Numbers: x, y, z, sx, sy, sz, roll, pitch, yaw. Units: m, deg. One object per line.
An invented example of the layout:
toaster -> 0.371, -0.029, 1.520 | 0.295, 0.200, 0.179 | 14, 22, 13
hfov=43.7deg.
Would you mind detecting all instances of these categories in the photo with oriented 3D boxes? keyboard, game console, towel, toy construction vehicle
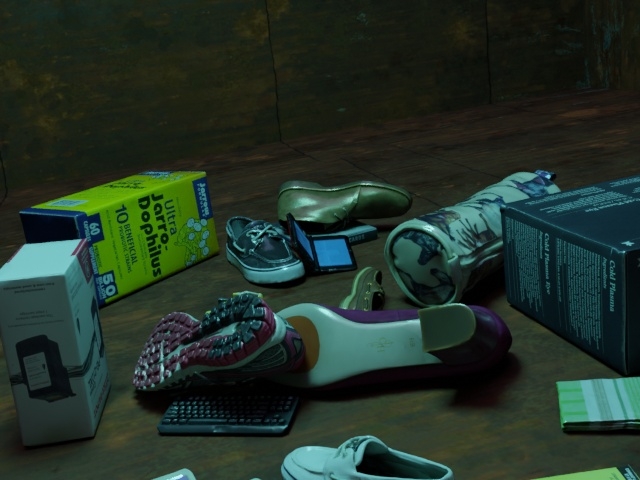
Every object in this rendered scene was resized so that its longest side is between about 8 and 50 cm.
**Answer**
keyboard -> -0.119, 0.225, 1.073 | 0.180, 0.023, 0.108 | -2, 17, 14
game console -> 0.000, 0.000, 1.622 | 0.085, 0.124, 0.144 | -31, 28, 9
towel -> 0.366, 0.198, 0.962 | 0.152, 0.023, 0.113 | -5, 14, 15
toy construction vehicle -> -0.154, 0.120, 1.416 | 0.098, 0.035, 0.086 | -6, 17, 5

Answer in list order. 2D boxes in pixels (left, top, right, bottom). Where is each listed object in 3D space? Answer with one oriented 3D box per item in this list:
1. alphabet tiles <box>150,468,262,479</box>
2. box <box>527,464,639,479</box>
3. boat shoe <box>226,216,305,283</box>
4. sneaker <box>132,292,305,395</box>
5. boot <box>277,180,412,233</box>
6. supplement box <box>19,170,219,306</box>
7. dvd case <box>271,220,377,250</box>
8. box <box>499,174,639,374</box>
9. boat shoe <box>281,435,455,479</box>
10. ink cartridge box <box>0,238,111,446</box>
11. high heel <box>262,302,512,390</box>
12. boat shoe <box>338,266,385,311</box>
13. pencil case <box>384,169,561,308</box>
alphabet tiles -> -0.162, 0.318, 0.786 | 0.277, 0.021, 0.284 | -13, 17, -20
box -> 0.173, 0.264, 0.704 | 0.232, 0.087, 0.058 | -7, 17, -1
boat shoe -> -0.124, 0.011, 1.648 | 0.108, 0.102, 0.301 | -14, 18, -20
sneaker -> -0.156, 0.168, 1.125 | 0.299, 0.112, 0.121 | -15, 47, 40
boot -> 0.053, -0.062, 1.784 | 0.305, 0.112, 0.115 | 0, 48, 5
supplement box -> -0.416, -0.015, 1.700 | 0.195, 0.194, 0.356 | 5, 21, 37
dvd case -> -0.004, -0.021, 1.831 | 0.179, 0.030, 0.238 | -14, 19, -23
box -> 0.498, 0.027, 1.192 | 0.343, 0.179, 0.312 | -12, 16, -13
boat shoe -> 0.052, 0.242, 0.846 | 0.226, 0.076, 0.083 | 4, 20, 35
ink cartridge box -> -0.366, 0.136, 1.105 | 0.100, 0.237, 0.172 | -6, 16, -5
high heel -> 0.079, 0.161, 1.145 | 0.377, 0.127, 0.181 | -6, -19, 29
boat shoe -> 0.080, 0.101, 1.339 | 0.060, 0.064, 0.178 | 4, 26, 18
pencil case -> 0.294, -0.008, 1.431 | 0.410, 0.160, 0.183 | -23, 8, -42
